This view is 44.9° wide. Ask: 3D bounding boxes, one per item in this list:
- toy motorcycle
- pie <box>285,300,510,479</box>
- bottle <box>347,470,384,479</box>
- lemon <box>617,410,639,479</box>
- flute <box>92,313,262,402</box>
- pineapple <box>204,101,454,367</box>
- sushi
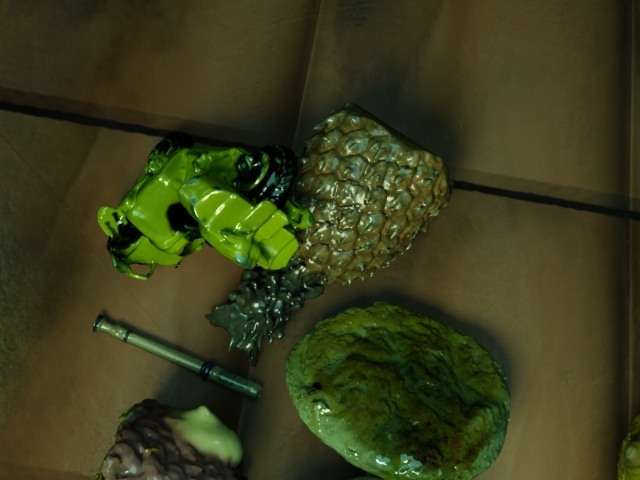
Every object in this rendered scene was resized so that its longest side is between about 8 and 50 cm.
[{"bbox_3d":[-0.159,-0.038,0.939,0.142,0.342,0.206,24,84,-38],"label":"toy motorcycle"},{"bbox_3d":[0.097,0.174,0.924,0.277,0.078,0.277,13,36,-10],"label":"pie"},{"bbox_3d":[0.024,0.377,0.800,0.229,0.229,0.352,40,42,8],"label":"bottle"},{"bbox_3d":[0.486,0.279,0.885,0.310,0.258,0.257,15,71,-6],"label":"lemon"},{"bbox_3d":[-0.183,0.150,0.992,0.233,0.027,0.027,23,71,3],"label":"flute"},{"bbox_3d":[0.000,0.000,0.993,0.202,0.202,0.362,40,91,8],"label":"pineapple"},{"bbox_3d":[-0.167,0.285,0.821,0.171,0.270,0.236,24,84,-1],"label":"sushi"}]
